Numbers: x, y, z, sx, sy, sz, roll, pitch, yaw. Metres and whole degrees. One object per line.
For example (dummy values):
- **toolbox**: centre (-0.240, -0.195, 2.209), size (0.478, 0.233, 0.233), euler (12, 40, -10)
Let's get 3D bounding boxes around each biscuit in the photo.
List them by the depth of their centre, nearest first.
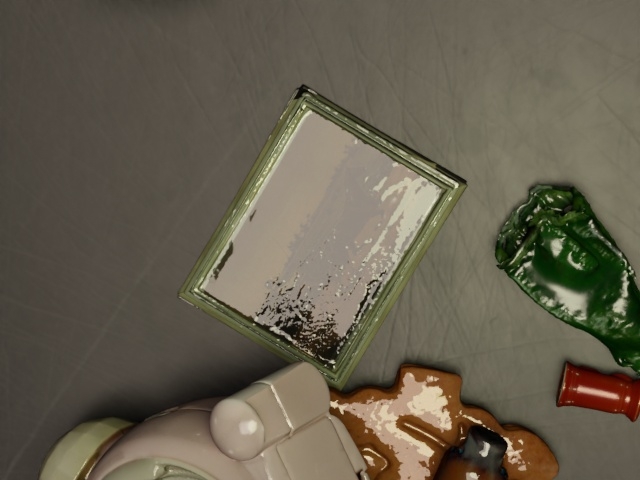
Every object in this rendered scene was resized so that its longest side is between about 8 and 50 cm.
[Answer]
- **biscuit**: centre (0.086, 0.276, 1.846), size (0.284, 0.043, 0.306), euler (9, 98, 1)

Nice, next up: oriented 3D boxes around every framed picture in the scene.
- **framed picture**: centre (0.000, 0.000, 1.845), size (0.197, 0.014, 0.252), euler (31, 98, 2)

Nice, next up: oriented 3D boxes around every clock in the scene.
- **clock**: centre (-0.100, 0.304, 1.770), size (0.326, 0.184, 0.342), euler (-26, 84, 31)

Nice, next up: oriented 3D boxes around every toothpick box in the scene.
- **toothpick box**: centre (0.278, 0.150, 1.819), size (0.083, 0.047, 0.047), euler (12, 97, 3)

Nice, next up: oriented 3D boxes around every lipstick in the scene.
- **lipstick**: centre (0.083, 0.374, 1.806), size (0.077, 0.077, 0.418), euler (23, 102, 2)

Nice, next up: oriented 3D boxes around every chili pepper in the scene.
- **chili pepper**: centre (0.259, 0.045, 1.805), size (0.108, 0.062, 0.216), euler (-36, 92, 14)
